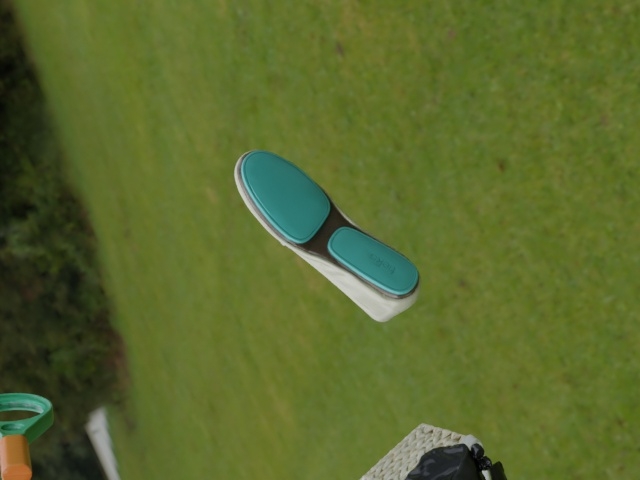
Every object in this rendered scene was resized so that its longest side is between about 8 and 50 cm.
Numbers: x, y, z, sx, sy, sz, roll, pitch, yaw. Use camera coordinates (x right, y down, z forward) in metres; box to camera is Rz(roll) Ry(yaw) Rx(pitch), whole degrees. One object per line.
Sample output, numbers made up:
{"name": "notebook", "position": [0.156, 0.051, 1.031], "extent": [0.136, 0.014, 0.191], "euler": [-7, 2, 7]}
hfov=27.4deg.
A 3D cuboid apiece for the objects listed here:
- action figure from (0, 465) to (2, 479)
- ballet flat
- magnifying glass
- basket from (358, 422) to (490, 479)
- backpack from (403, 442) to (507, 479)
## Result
{"name": "action figure", "position": [-0.450, 0.328, 1.712], "extent": [0.063, 0.137, 0.232], "euler": [61, 149, 2]}
{"name": "ballet flat", "position": [0.000, 0.000, 1.450], "extent": [0.248, 0.086, 0.086], "euler": [41, 166, 8]}
{"name": "magnifying glass", "position": [-0.320, 0.202, 1.364], "extent": [0.231, 0.092, 0.026], "euler": [-140, 49, -70]}
{"name": "basket", "position": [0.138, 0.339, 1.770], "extent": [0.103, 0.167, 0.113], "euler": [16, 130, 43]}
{"name": "backpack", "position": [0.160, 0.339, 1.508], "extent": [0.115, 0.152, 0.182], "euler": [-1, 131, 47]}
